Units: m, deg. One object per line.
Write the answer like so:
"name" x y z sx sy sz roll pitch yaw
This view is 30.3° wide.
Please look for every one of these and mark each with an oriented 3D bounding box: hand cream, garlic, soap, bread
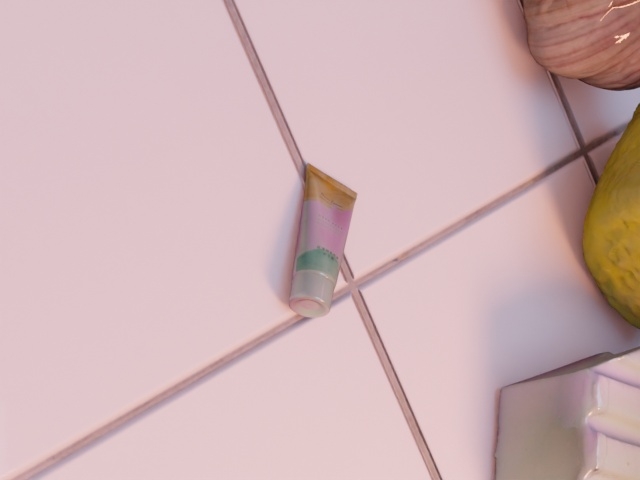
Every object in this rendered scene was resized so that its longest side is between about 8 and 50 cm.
"hand cream" 0.000 0.000 1.314 0.076 0.047 0.174 31 52 -28
"garlic" 0.417 -0.356 1.603 0.317 0.259 0.317 -7 101 -35
"soap" 0.431 0.277 1.516 0.446 0.156 0.261 19 67 -34
"bread" 0.528 -0.033 1.570 0.348 0.348 0.308 49 63 -19
